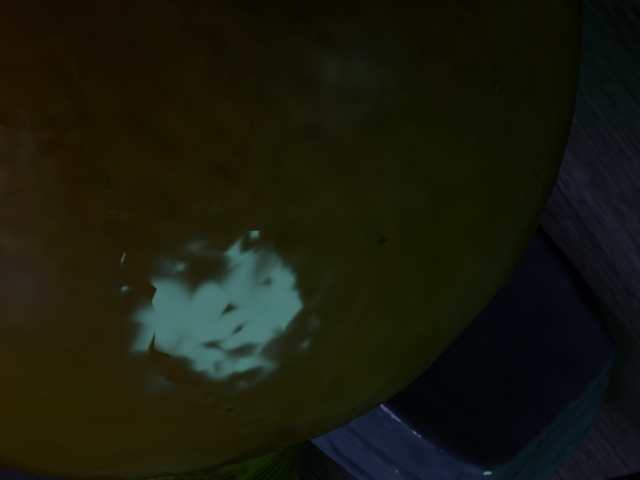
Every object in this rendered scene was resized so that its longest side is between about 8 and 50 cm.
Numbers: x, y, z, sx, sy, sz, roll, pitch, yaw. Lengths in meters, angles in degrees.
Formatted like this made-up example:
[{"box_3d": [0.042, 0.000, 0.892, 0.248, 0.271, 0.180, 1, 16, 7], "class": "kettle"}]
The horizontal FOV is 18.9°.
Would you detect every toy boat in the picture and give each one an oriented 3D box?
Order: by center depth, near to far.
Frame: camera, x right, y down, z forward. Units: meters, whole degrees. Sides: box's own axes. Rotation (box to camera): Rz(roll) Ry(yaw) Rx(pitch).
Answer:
[{"box_3d": [0.000, 0.000, 0.834, 0.283, 0.127, 0.078, 44, 156, 9], "class": "toy boat"}]

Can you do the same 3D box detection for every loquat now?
[{"box_3d": [-0.070, -0.082, 0.632, 0.328, 0.328, 0.328, 45, 156, 27], "class": "loquat"}]

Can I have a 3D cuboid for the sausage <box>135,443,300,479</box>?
[{"box_3d": [-0.074, 0.149, 1.223, 0.123, 0.123, 0.347, 45, 155, 26], "class": "sausage"}]
